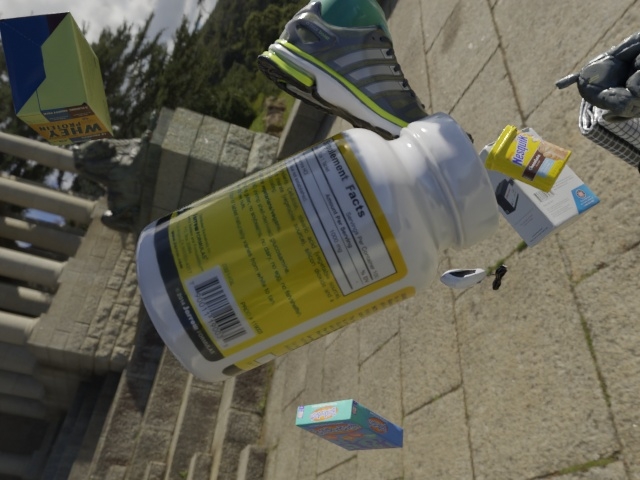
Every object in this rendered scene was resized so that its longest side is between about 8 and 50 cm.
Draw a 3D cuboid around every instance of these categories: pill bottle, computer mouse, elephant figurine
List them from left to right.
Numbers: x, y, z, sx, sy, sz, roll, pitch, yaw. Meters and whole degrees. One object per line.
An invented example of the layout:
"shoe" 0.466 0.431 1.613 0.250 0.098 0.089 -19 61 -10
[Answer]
"pill bottle" 0.000 0.000 0.510 0.188 0.334 0.187 -24 -90 -87
"computer mouse" 0.441 0.115 1.384 0.106 0.193 0.042 95 169 -54
"elephant figurine" 0.654 -0.307 0.989 0.169 0.240 0.186 -51 51 34

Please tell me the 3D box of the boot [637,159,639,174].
"boot" 0.887 -0.254 0.978 0.284 0.138 0.377 -32 -10 -19

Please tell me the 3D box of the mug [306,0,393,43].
"mug" 0.049 -0.312 0.729 0.097 0.158 0.129 -51 -1 6

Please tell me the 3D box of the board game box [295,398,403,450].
"board game box" 0.070 0.437 1.126 0.160 0.210 0.047 -22 43 35

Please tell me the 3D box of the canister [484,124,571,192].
"canister" 0.527 -0.207 1.224 0.126 0.170 0.073 -54 -22 -14

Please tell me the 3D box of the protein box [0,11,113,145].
"protein box" -0.555 -0.335 1.031 0.201 0.136 0.199 150 108 -79

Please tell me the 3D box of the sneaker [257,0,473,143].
"sneaker" 0.075 -0.203 0.623 0.121 0.300 0.111 -62 7 4

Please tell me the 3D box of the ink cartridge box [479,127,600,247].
"ink cartridge box" 0.630 -0.163 1.443 0.307 0.223 0.129 56 153 19

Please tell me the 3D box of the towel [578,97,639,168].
"towel" 0.850 -0.354 1.351 0.121 0.235 0.283 -49 17 57
